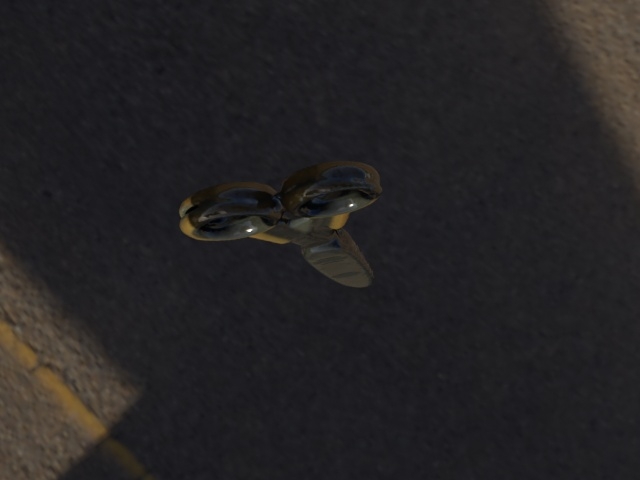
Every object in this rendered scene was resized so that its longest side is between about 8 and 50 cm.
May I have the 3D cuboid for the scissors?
[{"bbox_3d":[0.000,0.000,0.722,0.088,0.017,0.220,-14,166,9],"label":"scissors"}]
